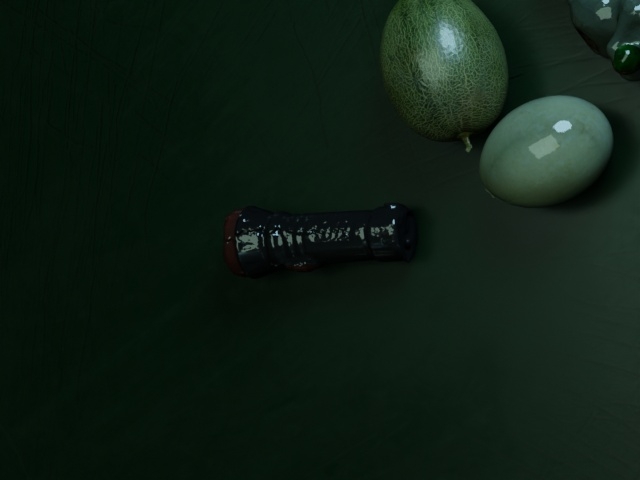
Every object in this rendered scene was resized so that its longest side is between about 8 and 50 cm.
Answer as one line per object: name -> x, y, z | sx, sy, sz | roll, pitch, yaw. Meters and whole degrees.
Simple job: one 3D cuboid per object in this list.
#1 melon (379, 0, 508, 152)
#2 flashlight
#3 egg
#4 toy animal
melon -> 0.137, -0.186, 1.451 | 0.139, 0.139, 0.192 | -21, 80, 26
flashlight -> 0.000, 0.000, 1.553 | 0.232, 0.093, 0.092 | -1, 89, 25
egg -> 0.239, -0.093, 1.406 | 0.152, 0.114, 0.114 | -29, 76, 28
toy animal -> 0.330, -0.230, 1.382 | 0.236, 0.138, 0.108 | 39, 151, 46
